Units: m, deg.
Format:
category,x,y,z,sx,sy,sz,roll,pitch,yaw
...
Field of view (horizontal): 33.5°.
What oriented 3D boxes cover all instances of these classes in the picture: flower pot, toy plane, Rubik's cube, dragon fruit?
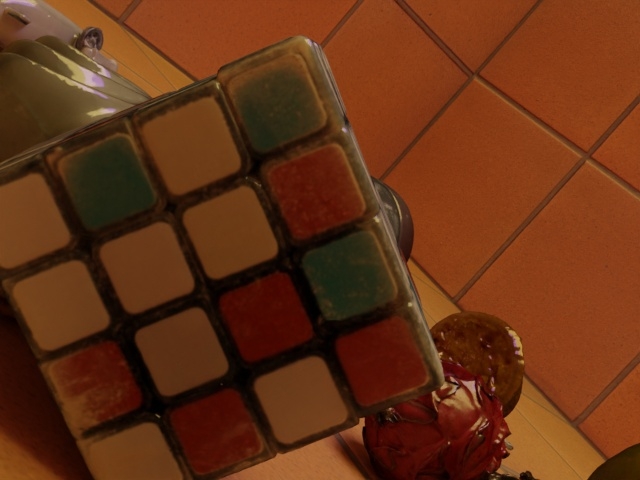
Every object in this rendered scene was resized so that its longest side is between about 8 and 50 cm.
category,x,y,z,sx,sy,sz,roll,pitch,yaw
flower pot,-0.240,-0.085,1.150,0.254,0.164,0.367,49,5,17
toy plane,-0.438,-0.309,1.634,0.267,0.122,0.267,25,0,0
Rubik's cube,-0.073,0.009,0.799,0.259,0.253,0.256,-96,164,-79
dragon fruit,0.141,0.228,1.280,0.209,0.172,0.172,41,7,-16

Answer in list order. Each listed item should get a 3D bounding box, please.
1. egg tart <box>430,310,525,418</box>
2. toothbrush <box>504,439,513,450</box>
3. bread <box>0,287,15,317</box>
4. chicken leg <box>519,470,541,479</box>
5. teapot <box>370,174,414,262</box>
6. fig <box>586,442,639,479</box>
category,x,y,z,sx,sy,sz,roll,pitch,yaw
egg tart,0.284,0.241,1.917,0.202,0.202,0.147,46,0,33
toothbrush,0.260,0.300,2.052,0.304,0.030,0.030,41,7,-1
bread,-0.283,-0.015,0.907,0.200,0.077,0.116,45,16,25
chicken leg,0.379,0.434,1.777,0.093,0.070,0.178,46,-4,-16
teapot,0.000,0.000,1.863,0.312,0.233,0.315,25,47,-53
fig,0.514,0.446,1.615,0.316,0.316,0.316,41,7,-6
